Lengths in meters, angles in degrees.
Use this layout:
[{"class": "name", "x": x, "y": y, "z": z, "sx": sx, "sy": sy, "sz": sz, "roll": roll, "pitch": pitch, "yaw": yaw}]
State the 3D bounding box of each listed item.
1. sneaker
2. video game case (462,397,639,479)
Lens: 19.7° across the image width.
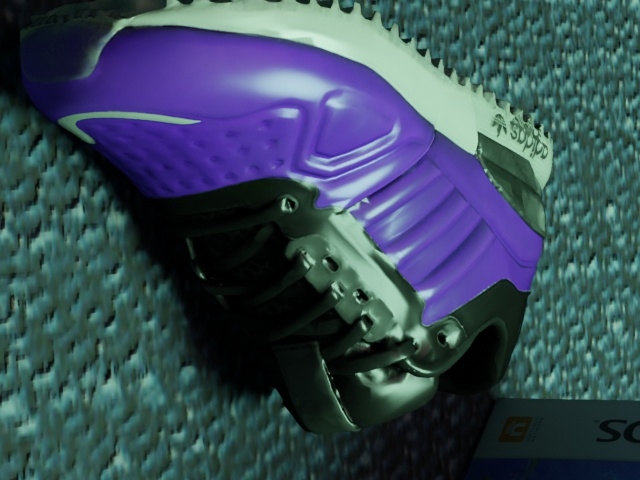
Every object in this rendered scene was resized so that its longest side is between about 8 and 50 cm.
[{"class": "sneaker", "x": 0.001, "y": 0.000, "z": 0.713, "sx": 0.293, "sy": 0.102, "sz": 0.146, "roll": 19, "pitch": 74, "yaw": -50}, {"class": "video game case", "x": 0.140, "y": 0.187, "z": 0.767, "sx": 0.061, "sy": 0.244, "sz": 0.269, "roll": 54, "pitch": 49, "yaw": -34}]
